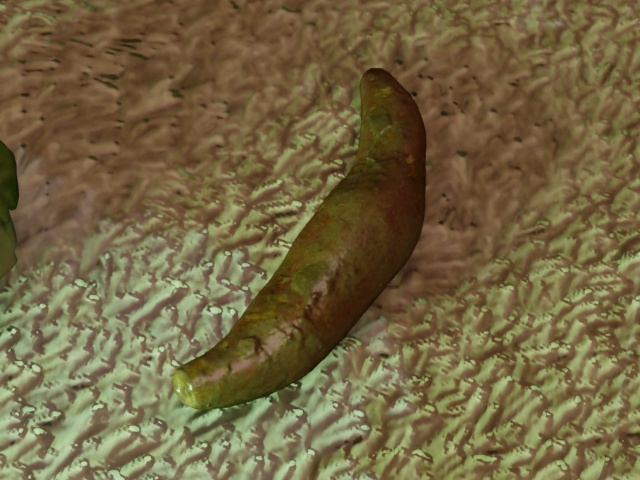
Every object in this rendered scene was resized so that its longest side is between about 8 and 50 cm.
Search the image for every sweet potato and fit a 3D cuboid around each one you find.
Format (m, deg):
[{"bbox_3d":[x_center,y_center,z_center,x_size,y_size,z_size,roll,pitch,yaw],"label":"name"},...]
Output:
[{"bbox_3d":[0.011,0.000,0.819,0.078,0.058,0.255,14,54,22],"label":"sweet potato"}]

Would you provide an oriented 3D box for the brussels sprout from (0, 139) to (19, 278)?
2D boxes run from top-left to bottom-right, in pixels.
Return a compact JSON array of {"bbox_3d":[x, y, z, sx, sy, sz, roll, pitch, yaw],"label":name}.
[{"bbox_3d":[-0.227,-0.014,0.740,0.155,0.155,0.117,29,49,7],"label":"brussels sprout"}]
